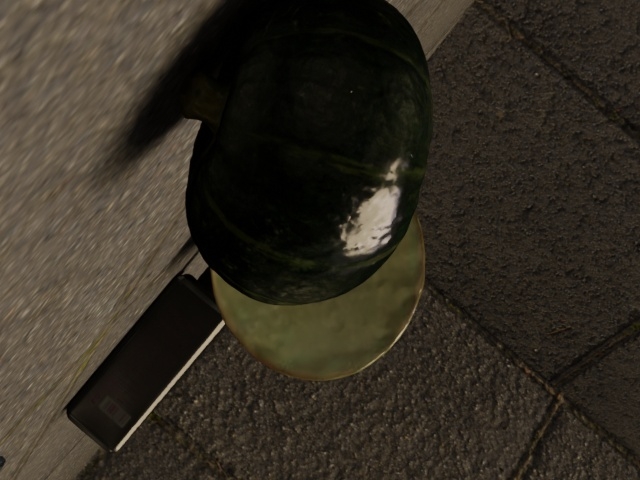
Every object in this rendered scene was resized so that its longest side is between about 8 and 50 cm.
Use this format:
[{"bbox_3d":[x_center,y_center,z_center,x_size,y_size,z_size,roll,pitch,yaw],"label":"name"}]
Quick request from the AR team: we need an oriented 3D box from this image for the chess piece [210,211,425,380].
[{"bbox_3d":[0.000,0.000,1.432,0.234,0.234,0.442,-50,-176,6],"label":"chess piece"}]

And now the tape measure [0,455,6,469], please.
[{"bbox_3d":[-0.219,0.142,0.658,0.094,0.054,0.091,-52,174,1],"label":"tape measure"}]

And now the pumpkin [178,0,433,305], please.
[{"bbox_3d":[-0.008,-0.049,0.629,0.167,0.125,0.167,177,-90,-82],"label":"pumpkin"}]

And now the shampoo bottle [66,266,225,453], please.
[{"bbox_3d":[-0.188,0.129,1.433,0.246,0.080,0.079,-50,-179,1],"label":"shampoo bottle"}]
